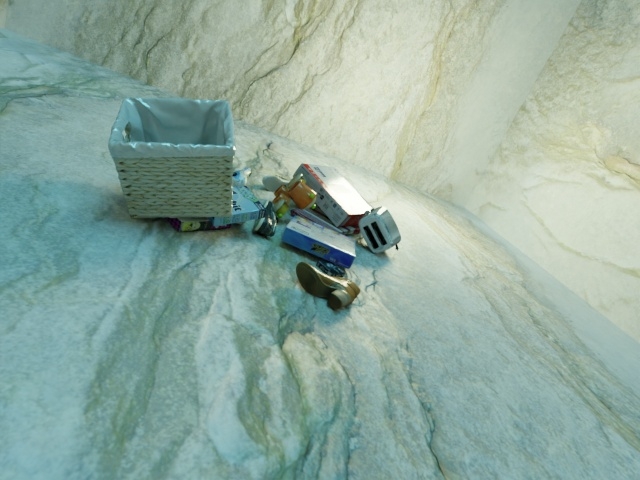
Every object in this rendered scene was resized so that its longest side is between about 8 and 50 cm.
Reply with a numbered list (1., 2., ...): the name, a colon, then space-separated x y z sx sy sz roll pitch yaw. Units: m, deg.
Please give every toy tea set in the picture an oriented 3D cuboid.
1. toy tea set: -0.109 -0.176 1.793 0.124 0.200 0.336 45 13 -18

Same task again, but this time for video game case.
1. video game case: 0.000 0.000 1.582 0.270 0.061 0.244 24 15 -1
2. video game case: -0.448 -0.106 1.400 0.232 0.041 0.210 35 23 28

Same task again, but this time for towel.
1. towel: 0.040 -0.089 1.914 0.237 0.037 0.329 32 21 23

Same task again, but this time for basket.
1. basket: -0.435 -0.255 1.285 0.332 0.266 0.328 -2 40 -15

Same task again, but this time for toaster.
1. toaster: 0.263 -0.036 1.844 0.146 0.129 0.226 -27 92 -60

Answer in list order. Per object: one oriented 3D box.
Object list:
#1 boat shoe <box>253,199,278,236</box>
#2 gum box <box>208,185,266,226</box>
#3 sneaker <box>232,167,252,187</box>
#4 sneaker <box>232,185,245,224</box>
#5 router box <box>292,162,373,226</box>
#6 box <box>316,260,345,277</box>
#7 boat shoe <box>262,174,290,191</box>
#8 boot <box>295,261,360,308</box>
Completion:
1. boat shoe: -0.200 -0.082 1.575 0.079 0.084 0.233 28 22 -15
2. gum box: -0.301 -0.119 1.405 0.185 0.041 0.157 -13 44 -33
3. sneaker: -0.366 -0.292 1.897 0.086 0.085 0.237 25 18 -12
4. sneaker: -0.370 -0.159 1.537 0.105 0.115 0.281 -36 77 -33
5. router box: 0.072 -0.214 1.963 0.335 0.082 0.301 49 27 18
6. box: 0.035 0.100 1.456 0.067 0.018 0.083 2 29 -46
7. boat shoe: -0.220 -0.286 2.068 0.070 0.077 0.219 37 16 30
8. boot: 0.026 0.130 1.302 0.197 0.072 0.152 43 26 15
